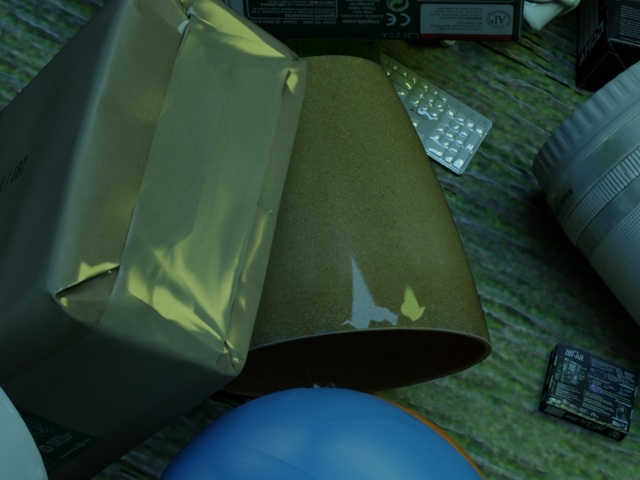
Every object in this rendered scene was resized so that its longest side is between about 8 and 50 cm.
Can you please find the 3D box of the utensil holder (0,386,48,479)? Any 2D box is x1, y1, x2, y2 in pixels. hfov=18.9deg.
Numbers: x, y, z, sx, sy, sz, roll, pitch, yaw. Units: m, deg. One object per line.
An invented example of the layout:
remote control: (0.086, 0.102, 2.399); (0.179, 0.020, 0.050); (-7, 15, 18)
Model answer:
utensil holder: (-0.419, 0.227, 1.294); (0.328, 0.327, 0.385); (38, 55, 5)

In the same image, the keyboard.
keyboard: (0.043, -0.156, 1.861); (0.256, 0.014, 0.072); (32, 56, 1)

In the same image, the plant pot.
plant pot: (0.008, -0.016, 1.607); (0.237, 0.237, 0.254); (-1, 72, -20)

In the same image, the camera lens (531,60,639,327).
camera lens: (0.354, -0.019, 1.765); (0.219, 0.219, 0.274); (-28, 73, -30)

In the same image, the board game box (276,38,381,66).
board game box: (0.009, -0.160, 1.817); (0.092, 0.043, 0.181); (3, 61, -16)

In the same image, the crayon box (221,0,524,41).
crayon box: (0.010, -0.332, 1.810); (0.363, 0.106, 0.313); (2, 50, 4)

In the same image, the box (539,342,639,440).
box: (0.246, 0.138, 1.757); (0.083, 0.018, 0.067); (21, 56, -7)

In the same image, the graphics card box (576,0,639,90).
graphics card box: (0.395, -0.304, 2.020); (0.233, 0.094, 0.370); (13, 57, -11)

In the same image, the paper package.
paper package: (-0.178, 0.008, 1.485); (0.168, 0.325, 0.309); (28, 53, -23)

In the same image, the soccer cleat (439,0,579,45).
soccer cleat: (0.248, -0.282, 1.888); (0.331, 0.116, 0.143); (-16, 72, 14)

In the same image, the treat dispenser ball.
treat dispenser ball: (0.001, 0.253, 1.442); (0.288, 0.288, 0.288); (9, 59, -14)
